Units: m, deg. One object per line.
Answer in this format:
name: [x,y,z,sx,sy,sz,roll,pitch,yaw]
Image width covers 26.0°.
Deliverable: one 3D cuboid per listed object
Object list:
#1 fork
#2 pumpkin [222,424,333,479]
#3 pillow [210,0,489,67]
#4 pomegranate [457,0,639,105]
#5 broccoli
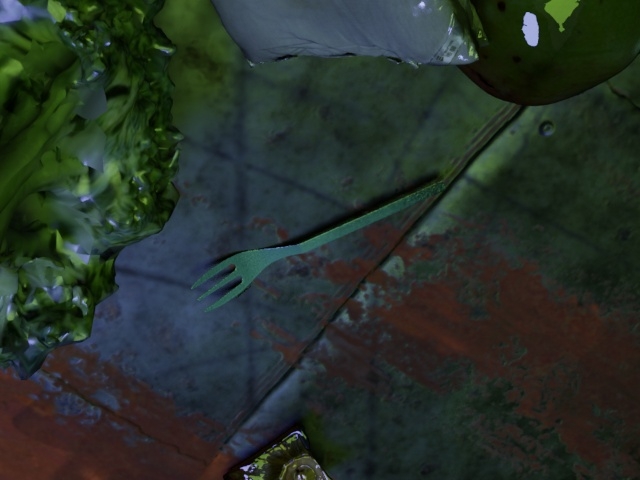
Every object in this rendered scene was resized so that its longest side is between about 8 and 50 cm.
fork: [-0.001,-0.001,1.198,0.235,0.021,0.039,-25,125,2]
pumpkin: [-0.039,0.221,1.312,0.101,0.035,0.073,-32,109,12]
pillow: [-0.001,-0.188,1.004,0.229,0.050,0.148,4,129,38]
pomegranate: [0.193,-0.198,1.043,0.224,0.181,0.181,-15,123,-25]
broccoli: [-0.259,-0.069,0.973,0.249,0.302,0.375,23,126,21]
